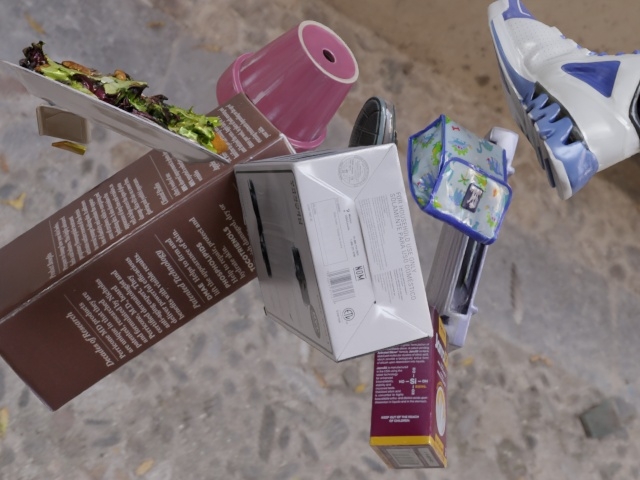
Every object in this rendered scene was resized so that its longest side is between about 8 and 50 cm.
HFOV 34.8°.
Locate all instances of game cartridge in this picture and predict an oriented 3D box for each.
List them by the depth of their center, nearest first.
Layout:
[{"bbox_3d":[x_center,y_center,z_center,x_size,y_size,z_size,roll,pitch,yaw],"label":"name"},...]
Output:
[{"bbox_3d":[0.234,0.014,1.668,0.068,0.230,0.355,16,77,2],"label":"game cartridge"}]

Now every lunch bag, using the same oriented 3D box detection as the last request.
[{"bbox_3d":[0.192,-0.079,1.415,0.128,0.096,0.151,25,53,-27],"label":"lunch bag"}]

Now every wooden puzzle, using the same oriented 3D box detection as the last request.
[{"bbox_3d":[-0.356,-0.162,1.418,0.078,0.116,0.014,12,57,-11],"label":"wooden puzzle"}]

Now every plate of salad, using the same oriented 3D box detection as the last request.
[{"bbox_3d":[-0.161,-0.111,0.829,0.199,0.200,0.048,24,91,-25],"label":"plate of salad"}]

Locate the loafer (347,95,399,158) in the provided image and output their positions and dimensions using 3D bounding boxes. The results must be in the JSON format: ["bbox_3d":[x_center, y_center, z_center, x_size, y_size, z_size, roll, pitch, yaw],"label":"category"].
[{"bbox_3d":[0.093,-0.115,1.773,0.084,0.096,0.268,6,103,-30],"label":"loafer"}]

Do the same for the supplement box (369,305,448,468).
[{"bbox_3d":[0.118,0.191,1.327,0.104,0.080,0.188,58,32,-56],"label":"supplement box"}]

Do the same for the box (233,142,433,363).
[{"bbox_3d":[0.000,0.000,0.942,0.087,0.290,0.169,-14,96,-14],"label":"box"}]

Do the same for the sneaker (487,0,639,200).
[{"bbox_3d":[0.341,-0.198,1.320,0.127,0.182,0.316,65,7,-49],"label":"sneaker"}]

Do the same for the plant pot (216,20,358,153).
[{"bbox_3d":[-0.042,-0.257,1.687,0.201,0.180,0.201,29,39,-27],"label":"plant pot"}]

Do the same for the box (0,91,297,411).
[{"bbox_3d":[-0.192,0.005,1.167,0.381,0.191,0.143,-32,119,-3],"label":"box"}]
